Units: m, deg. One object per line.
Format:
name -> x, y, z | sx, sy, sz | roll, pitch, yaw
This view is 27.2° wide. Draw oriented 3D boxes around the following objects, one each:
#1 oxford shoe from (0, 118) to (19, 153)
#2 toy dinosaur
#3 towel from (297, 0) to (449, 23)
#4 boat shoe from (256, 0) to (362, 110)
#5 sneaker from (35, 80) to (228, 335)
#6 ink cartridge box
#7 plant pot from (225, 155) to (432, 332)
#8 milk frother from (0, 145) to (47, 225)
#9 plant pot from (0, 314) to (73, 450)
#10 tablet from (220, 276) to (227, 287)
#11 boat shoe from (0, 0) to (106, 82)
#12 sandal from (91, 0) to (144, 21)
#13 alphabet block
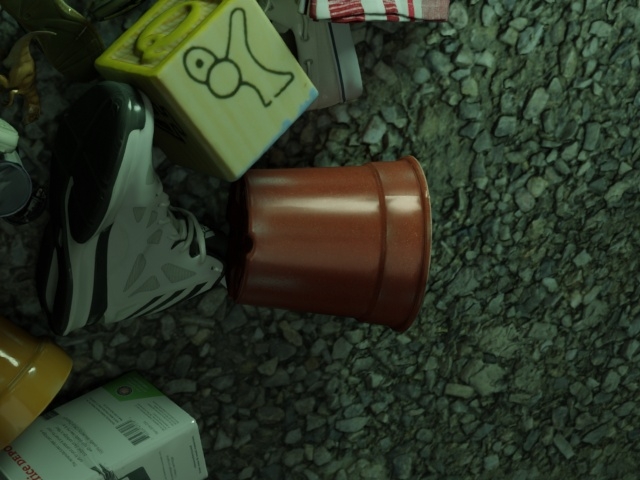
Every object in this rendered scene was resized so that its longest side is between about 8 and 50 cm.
oxford shoe -> -0.621, -0.160, 1.712 | 0.449, 0.169, 0.130 | 11, 96, -18
toy dinosaur -> -0.414, -0.241, 1.801 | 0.112, 0.064, 0.211 | 3, 150, -9
towel -> 0.098, -0.422, 1.851 | 0.329, 0.037, 0.237 | -12, 116, -50
boat shoe -> -0.056, -0.339, 1.886 | 0.156, 0.136, 0.367 | -22, 130, -7
sneaker -> -0.246, -0.053, 1.898 | 0.257, 0.169, 0.447 | -7, 140, -30
ink cartridge box -> -0.341, 0.334, 2.001 | 0.273, 0.198, 0.115 | -25, 124, -28
plant pot -> 0.000, 0.000, 1.995 | 0.265, 0.272, 0.272 | 2, 113, -14
milk frother -> -0.433, -0.070, 1.850 | 0.143, 0.135, 0.129 | 16, 108, -27
plant pot -> -0.498, 0.184, 1.922 | 0.205, 0.205, 0.188 | -43, 106, 2
tablet -> -0.146, 0.041, 2.092 | 0.054, 0.006, 0.083 | -43, 121, 3
boat shoe -> -0.369, -0.302, 1.802 | 0.080, 0.073, 0.223 | -39, 141, 3
sandal -> -0.217, -0.424, 1.798 | 0.086, 0.120, 0.303 | 36, 96, -3
alphabet block -> -0.157, -0.223, 1.829 | 0.192, 0.193, 0.197 | -48, 123, -18
